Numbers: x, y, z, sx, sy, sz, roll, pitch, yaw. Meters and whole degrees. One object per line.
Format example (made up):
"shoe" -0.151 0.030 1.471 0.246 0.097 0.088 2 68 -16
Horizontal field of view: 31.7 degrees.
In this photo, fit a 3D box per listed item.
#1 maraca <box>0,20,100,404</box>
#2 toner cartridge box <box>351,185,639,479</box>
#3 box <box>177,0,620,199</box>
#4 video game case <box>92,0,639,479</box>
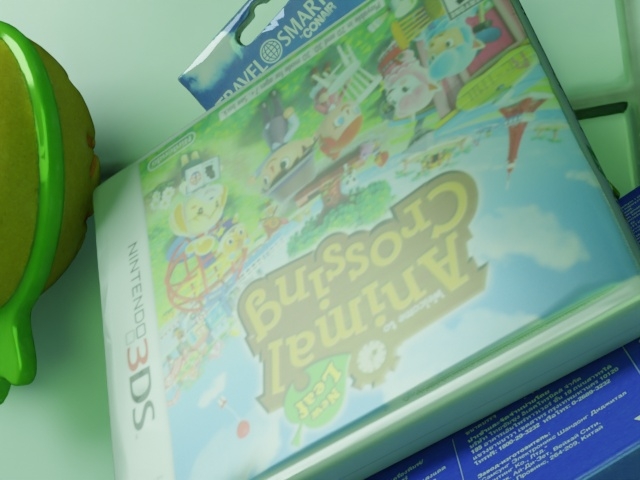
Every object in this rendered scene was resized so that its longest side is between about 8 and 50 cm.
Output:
"maraca" -0.161 -0.013 0.546 0.127 0.099 0.186 26 113 46
"toner cartridge box" 0.111 0.054 0.390 0.347 0.165 0.075 -34 104 11
"box" 0.031 -0.046 0.507 0.109 0.042 0.178 -46 73 12
"video game case" 0.000 0.000 0.431 0.212 0.023 0.193 -31 47 20
